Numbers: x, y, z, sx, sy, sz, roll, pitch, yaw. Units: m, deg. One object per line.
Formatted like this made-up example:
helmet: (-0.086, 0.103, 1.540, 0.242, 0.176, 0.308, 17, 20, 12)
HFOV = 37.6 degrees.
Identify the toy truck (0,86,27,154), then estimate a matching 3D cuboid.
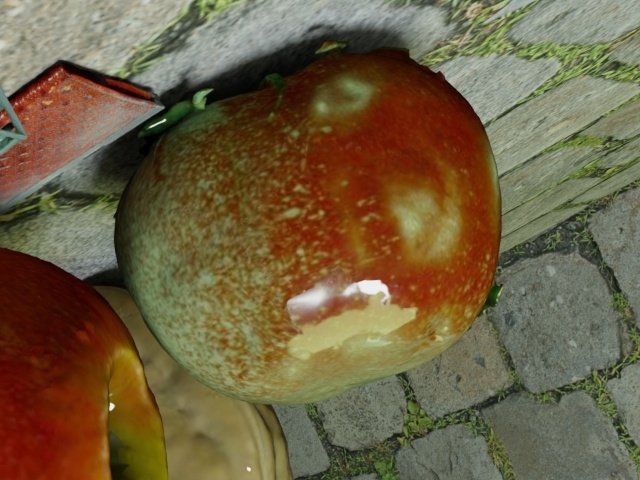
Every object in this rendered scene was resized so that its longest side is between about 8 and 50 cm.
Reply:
toy truck: (-0.240, -0.045, 0.433, 0.115, 0.080, 0.178, -34, 167, 18)

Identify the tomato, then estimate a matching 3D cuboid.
tomato: (0.000, 0.000, 0.733, 0.304, 0.239, 0.303, -24, 173, -3)

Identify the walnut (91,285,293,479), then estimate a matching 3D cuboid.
walnut: (-0.207, 0.227, 1.015, 0.381, 0.381, 0.381, -24, 169, -5)

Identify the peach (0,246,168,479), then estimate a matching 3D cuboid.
peach: (-0.287, 0.158, 0.622, 0.373, 0.372, 0.290, -25, 153, -2)

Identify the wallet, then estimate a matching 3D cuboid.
wallet: (-0.207, -0.052, 0.622, 0.197, 0.020, 0.103, -29, 169, 20)
